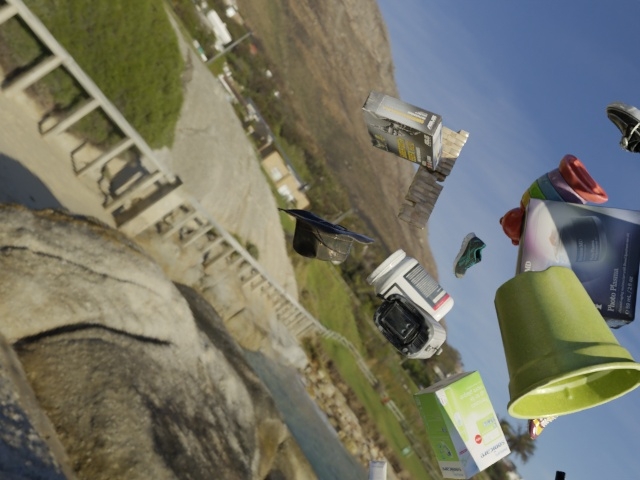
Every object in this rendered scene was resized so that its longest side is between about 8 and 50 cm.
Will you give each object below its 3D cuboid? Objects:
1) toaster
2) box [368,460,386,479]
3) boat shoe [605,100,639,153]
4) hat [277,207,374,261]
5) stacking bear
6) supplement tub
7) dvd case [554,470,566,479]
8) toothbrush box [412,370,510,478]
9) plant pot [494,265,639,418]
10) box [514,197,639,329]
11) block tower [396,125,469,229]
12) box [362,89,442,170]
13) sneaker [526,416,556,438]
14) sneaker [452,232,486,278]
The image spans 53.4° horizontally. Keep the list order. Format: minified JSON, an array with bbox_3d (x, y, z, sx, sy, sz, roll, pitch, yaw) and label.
[{"bbox_3d":[0.258,0.248,1.856,0.227,0.129,0.146,43,10,35],"label":"toaster"},{"bbox_3d":[0.156,0.844,1.847,0.322,0.059,0.232,-78,170,-50],"label":"box"},{"bbox_3d":[0.987,-0.318,1.978,0.306,0.105,0.113,53,9,31],"label":"boat shoe"},{"bbox_3d":[0.000,0.000,2.056,0.331,0.134,0.331,19,8,-3],"label":"hat"},{"bbox_3d":[0.673,-0.103,1.913,0.164,0.289,0.175,-3,56,-50],"label":"stacking bear"},{"bbox_3d":[0.314,0.183,2.241,0.272,0.191,0.191,48,-5,10],"label":"supplement tub"},{"bbox_3d":[0.622,0.758,1.674,0.030,0.179,0.238,4,-60,26],"label":"dvd case"},{"bbox_3d":[0.456,0.593,2.062,0.122,0.206,0.283,-29,-101,58],"label":"toothbrush box"},{"bbox_3d":[0.487,0.202,1.328,0.276,0.276,0.253,60,16,-56],"label":"plant pot"},{"bbox_3d":[0.685,0.063,1.719,0.294,0.296,0.183,8,-12,14],"label":"box"},{"bbox_3d":[0.356,-0.207,2.049,0.097,0.335,0.091,26,2,-3],"label":"block tower"},{"bbox_3d":[0.207,-0.266,1.567,0.183,0.056,0.231,24,-9,15],"label":"box"},{"bbox_3d":[0.801,0.623,2.268,0.084,0.185,0.069,8,-22,46],"label":"sneaker"},{"bbox_3d":[0.489,0.061,2.086,0.076,0.065,0.166,37,-56,39],"label":"sneaker"}]
